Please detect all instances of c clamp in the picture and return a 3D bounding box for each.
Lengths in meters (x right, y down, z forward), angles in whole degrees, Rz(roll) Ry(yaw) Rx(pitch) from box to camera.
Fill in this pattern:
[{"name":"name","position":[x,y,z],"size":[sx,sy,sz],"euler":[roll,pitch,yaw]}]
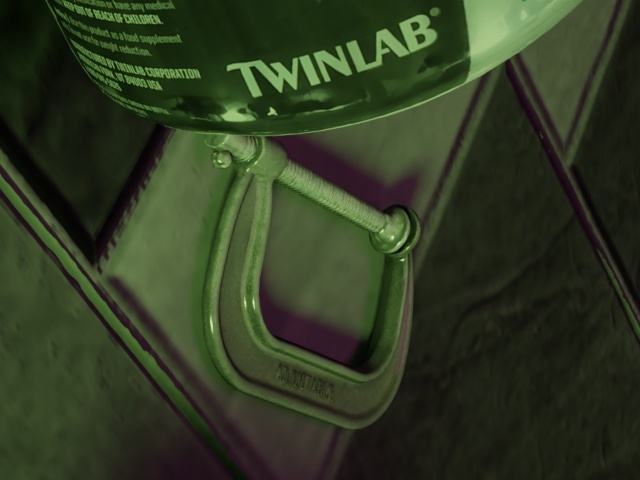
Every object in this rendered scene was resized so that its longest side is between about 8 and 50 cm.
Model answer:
[{"name":"c clamp","position":[0.000,0.000,0.726],"size":[0.160,0.022,0.137],"euler":[36,61,-52]}]

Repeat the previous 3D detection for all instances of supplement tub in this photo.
[{"name":"supplement tub","position":[-0.038,-0.200,0.501],"size":[0.193,0.193,0.316],"euler":[-58,137,-39]}]
